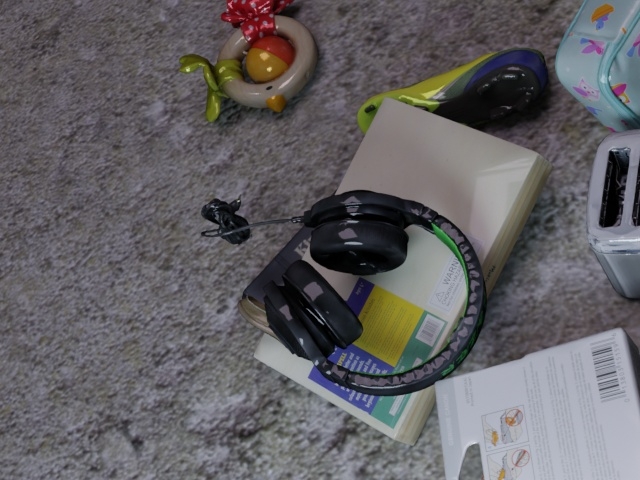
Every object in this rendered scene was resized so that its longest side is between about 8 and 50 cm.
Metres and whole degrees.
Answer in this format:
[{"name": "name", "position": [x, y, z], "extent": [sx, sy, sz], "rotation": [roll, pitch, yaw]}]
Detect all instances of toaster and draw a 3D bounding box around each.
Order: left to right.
[{"name": "toaster", "position": [0.396, -0.029, 1.686], "extent": [0.129, 0.146, 0.226], "rotation": [-2, 61, 32]}]

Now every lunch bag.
[{"name": "lunch bag", "position": [0.438, -0.267, 1.763], "extent": [0.108, 0.224, 0.279], "rotation": [25, 82, 51]}]

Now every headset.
[{"name": "headset", "position": [0.021, 0.047, 1.771], "extent": [0.394, 0.185, 0.243], "rotation": [27, 78, 17]}]

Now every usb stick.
[{"name": "usb stick", "position": [0.000, 0.000, 1.979], "extent": [0.278, 0.045, 0.077], "rotation": [-47, 48, -3]}]

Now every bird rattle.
[{"name": "bird rattle", "position": [-0.096, -0.291, 2.202], "extent": [0.207, 0.143, 0.253], "rotation": [24, 63, 28]}]

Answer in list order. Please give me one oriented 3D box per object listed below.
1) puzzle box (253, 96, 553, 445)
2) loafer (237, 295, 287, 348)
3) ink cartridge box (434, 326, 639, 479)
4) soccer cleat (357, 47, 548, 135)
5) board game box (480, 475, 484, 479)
[{"name": "puzzle box", "position": [0.102, 0.032, 1.842], "extent": [0.272, 0.052, 0.408], "rotation": [27, 89, 39]}, {"name": "loafer", "position": [-0.048, 0.109, 1.856], "extent": [0.148, 0.056, 0.050], "rotation": [32, 92, 30]}, {"name": "ink cartridge box", "position": [0.263, 0.258, 1.585], "extent": [0.239, 0.060, 0.275], "rotation": [-19, 53, 21]}, {"name": "soccer cleat", "position": [0.190, -0.202, 1.980], "extent": [0.289, 0.093, 0.121], "rotation": [-14, 24, 30]}, {"name": "board game box", "position": [0.258, 0.303, 1.630], "extent": [0.147, 0.045, 0.193], "rotation": [23, 75, 39]}]
